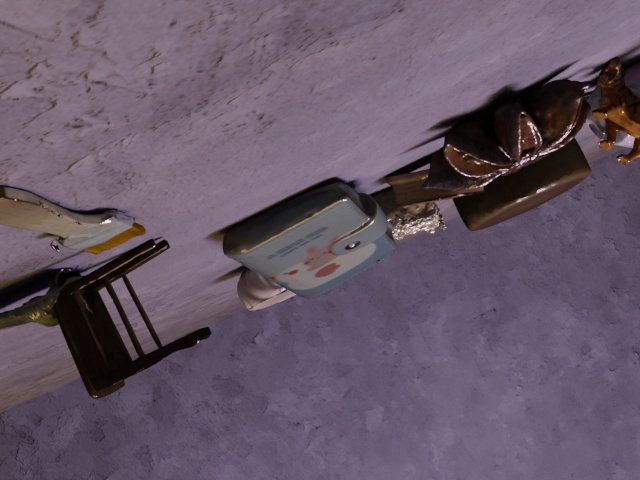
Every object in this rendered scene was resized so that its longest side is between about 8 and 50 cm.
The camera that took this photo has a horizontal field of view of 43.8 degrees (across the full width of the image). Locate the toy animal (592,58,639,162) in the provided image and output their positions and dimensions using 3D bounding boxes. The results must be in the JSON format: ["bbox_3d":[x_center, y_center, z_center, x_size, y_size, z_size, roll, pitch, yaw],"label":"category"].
[{"bbox_3d":[0.565,-0.188,1.338,0.116,0.255,0.114,-56,169,-16],"label":"toy animal"}]

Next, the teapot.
[{"bbox_3d":[0.572,-0.261,1.479,0.178,0.221,0.163,-11,130,-24],"label":"teapot"}]

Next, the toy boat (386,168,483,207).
[{"bbox_3d":[0.226,-0.105,1.514,0.188,0.061,0.116,-10,178,12],"label":"toy boat"}]

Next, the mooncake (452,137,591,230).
[{"bbox_3d":[0.398,-0.140,1.638,0.284,0.155,0.284,-22,172,-3],"label":"mooncake"}]

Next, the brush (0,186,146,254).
[{"bbox_3d":[-0.265,-0.019,0.826,0.085,0.020,0.336,-24,173,2],"label":"brush"}]

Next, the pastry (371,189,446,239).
[{"bbox_3d":[0.123,-0.046,1.658,0.258,0.121,0.089,-15,144,-12],"label":"pastry"}]

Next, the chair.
[{"bbox_3d":[-0.334,0.130,1.092,0.319,0.186,0.160,-26,179,-2],"label":"chair"}]

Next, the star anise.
[{"bbox_3d":[0.310,-0.167,1.328,0.315,0.108,0.315,-25,177,-1],"label":"star anise"}]

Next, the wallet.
[{"bbox_3d":[0.000,0.000,1.442,0.252,0.083,0.360,-29,157,11],"label":"wallet"}]

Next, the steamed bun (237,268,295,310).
[{"bbox_3d":[-0.114,0.092,1.910,0.183,0.106,0.183,-25,171,-5],"label":"steamed bun"}]
